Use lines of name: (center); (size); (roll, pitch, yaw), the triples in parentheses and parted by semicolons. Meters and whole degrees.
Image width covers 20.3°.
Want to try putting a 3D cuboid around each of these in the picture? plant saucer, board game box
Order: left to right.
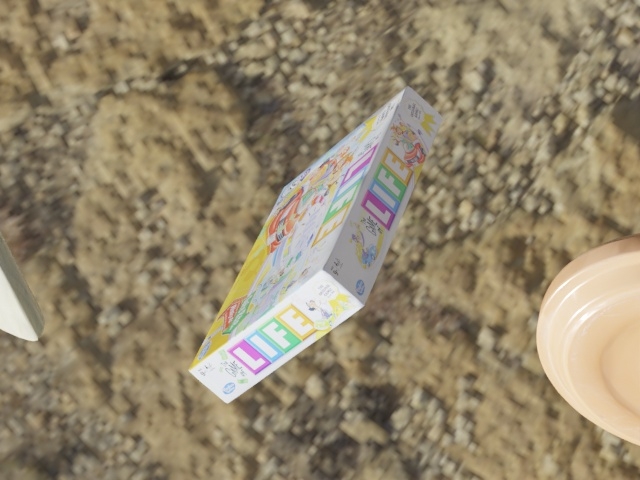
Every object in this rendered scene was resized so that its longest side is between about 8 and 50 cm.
board game box: (0.000, 0.000, 0.874); (0.026, 0.154, 0.103); (42, 129, -14)
plant saucer: (0.096, 0.030, 0.454); (0.083, 0.013, 0.083); (12, 140, 10)

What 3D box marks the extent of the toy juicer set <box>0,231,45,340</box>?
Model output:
toy juicer set: (-0.228, -0.111, 0.700); (0.329, 0.089, 0.209); (32, 153, 9)
